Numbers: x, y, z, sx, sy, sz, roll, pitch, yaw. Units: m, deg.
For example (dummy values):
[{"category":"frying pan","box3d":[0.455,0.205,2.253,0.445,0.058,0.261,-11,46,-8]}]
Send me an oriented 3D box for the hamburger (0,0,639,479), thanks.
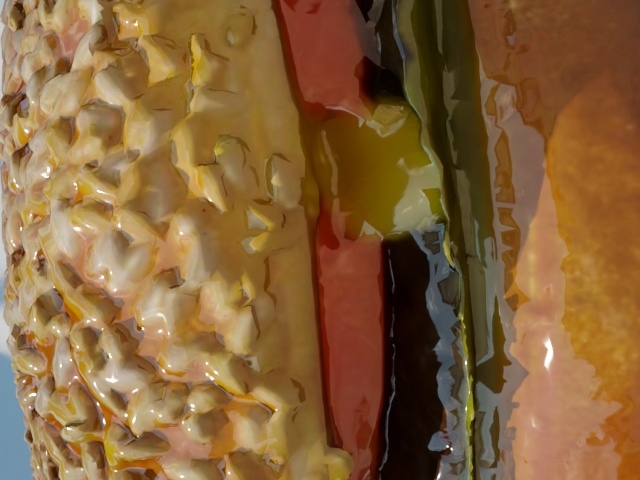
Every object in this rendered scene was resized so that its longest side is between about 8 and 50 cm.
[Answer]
[{"category":"hamburger","box3d":[0.000,0.000,0.513,0.330,0.250,0.330,176,90,-87]}]
